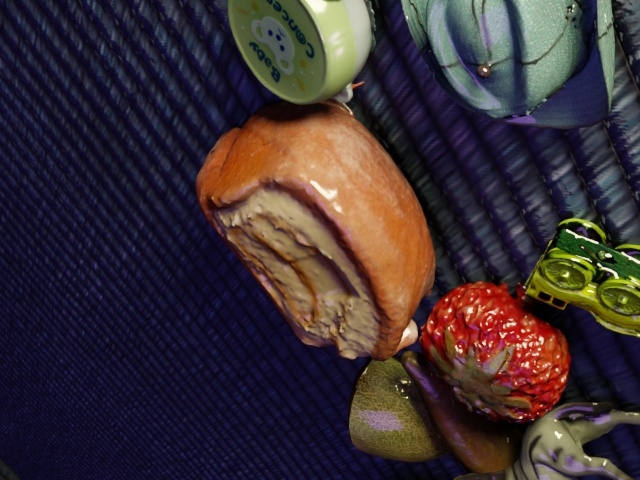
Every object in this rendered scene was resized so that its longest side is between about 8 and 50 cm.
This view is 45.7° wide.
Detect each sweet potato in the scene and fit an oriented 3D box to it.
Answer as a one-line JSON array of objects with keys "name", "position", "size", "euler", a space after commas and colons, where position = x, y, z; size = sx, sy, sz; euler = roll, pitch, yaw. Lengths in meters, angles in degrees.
[{"name": "sweet potato", "position": [0.164, 0.197, 0.802], "size": [0.077, 0.077, 0.244], "euler": [-18, 112, 49]}]

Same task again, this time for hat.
[{"name": "hat", "position": [0.114, -0.132, 0.474], "size": [0.138, 0.078, 0.191], "euler": [5, 133, 44]}]

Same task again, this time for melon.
[{"name": "melon", "position": [0.095, 0.212, 0.868], "size": [0.128, 0.079, 0.160], "euler": [15, 138, 32]}]

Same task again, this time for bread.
[{"name": "bread", "position": [0.009, -0.002, 0.675], "size": [0.190, 0.123, 0.244], "euler": [-19, 117, 48]}]

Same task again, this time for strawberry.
[{"name": "strawberry", "position": [0.156, 0.108, 0.697], "size": [0.145, 0.086, 0.145], "euler": [22, 139, 20]}]

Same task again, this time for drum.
[{"name": "drum", "position": [-0.002, -0.193, 0.510], "size": [0.130, 0.049, 0.253], "euler": [45, 150, 12]}]

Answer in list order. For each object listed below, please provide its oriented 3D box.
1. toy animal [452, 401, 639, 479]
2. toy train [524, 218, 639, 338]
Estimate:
[{"name": "toy animal", "position": [0.211, 0.232, 0.732], "size": [0.176, 0.073, 0.217], "euler": [23, 114, 16]}, {"name": "toy train", "position": [0.282, 0.062, 0.567], "size": [0.249, 0.053, 0.085], "euler": [26, 151, 17]}]
